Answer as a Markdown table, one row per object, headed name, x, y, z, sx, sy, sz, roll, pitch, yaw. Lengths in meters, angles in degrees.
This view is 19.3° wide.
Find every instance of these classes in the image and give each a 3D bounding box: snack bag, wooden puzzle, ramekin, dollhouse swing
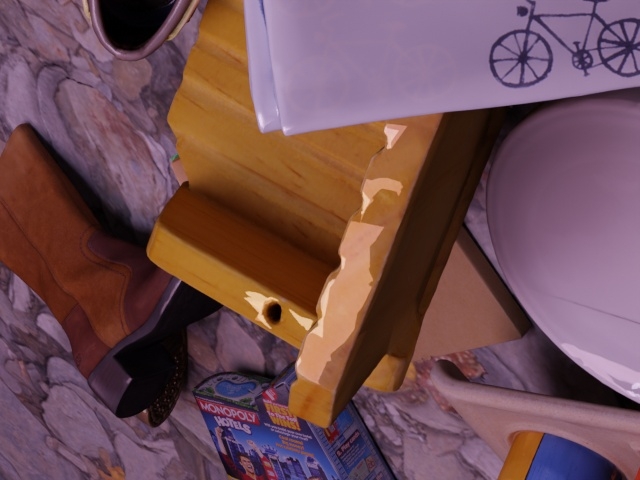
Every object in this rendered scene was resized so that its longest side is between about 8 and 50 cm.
| name | x | y | z | sx | sy | sz | roll | pitch | yaw |
| --- | --- | --- | --- | --- | --- | --- | --- | --- | --- |
| snack bag | 0.106 | -0.240 | 0.983 | 0.037 | 0.323 | 0.342 | 63 | -160 | -86 |
| wooden puzzle | 0.274 | 0.229 | 1.476 | 0.348 | 0.080 | 0.322 | 13 | 155 | 41 |
| ramekin | 0.257 | -0.014 | 1.290 | 0.273 | 0.127 | 0.273 | 27 | 141 | 25 |
| dollhouse swing | -0.014 | -0.096 | 1.213 | 0.315 | 0.305 | 0.347 | 29 | 111 | 22 |

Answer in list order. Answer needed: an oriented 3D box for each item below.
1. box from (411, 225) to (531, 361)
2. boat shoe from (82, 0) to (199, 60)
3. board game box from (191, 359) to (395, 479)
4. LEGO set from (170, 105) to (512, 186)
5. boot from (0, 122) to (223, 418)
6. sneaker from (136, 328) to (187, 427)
| name | x | y | z | sx | sy | sz | roll | pitch | yaw |
| --- | --- | --- | --- | --- | --- | --- | --- | --- | --- |
| box | 0.071 | 0.012 | 1.606 | 0.164 | 0.021 | 0.201 | -17 | 112 | 53 |
| boat shoe | -0.094 | -0.274 | 1.291 | 0.117 | 0.096 | 0.324 | 16 | 123 | -10 |
| board game box | -0.027 | 0.186 | 1.855 | 0.194 | 0.060 | 0.194 | 12 | 132 | 40 |
| LEGO set | 0.008 | -0.124 | 1.434 | 0.287 | 0.132 | 0.107 | -13 | 112 | 27 |
| boot | -0.207 | -0.012 | 1.828 | 0.280 | 0.096 | 0.264 | 51 | 133 | 24 |
| sneaker | -0.188 | 0.101 | 1.936 | 0.086 | 0.064 | 0.192 | 29 | 137 | 24 |
